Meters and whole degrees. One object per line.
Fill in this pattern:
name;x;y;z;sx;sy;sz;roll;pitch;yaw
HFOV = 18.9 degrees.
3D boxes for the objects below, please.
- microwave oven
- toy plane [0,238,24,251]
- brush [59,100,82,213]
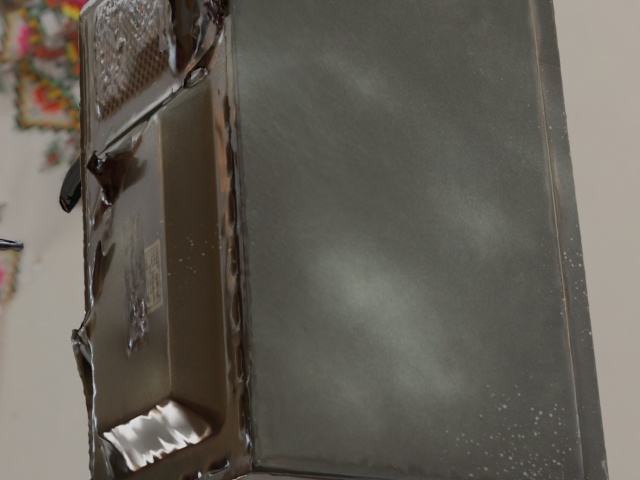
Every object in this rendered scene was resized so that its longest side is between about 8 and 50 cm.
microwave oven;0.000;0.000;1.442;0.236;0.374;0.432;-30;-123;50
toy plane;-0.377;0.017;1.787;0.053;0.197;0.078;125;-26;-60
brush;-0.214;-0.109;1.862;0.063;0.193;0.016;37;-35;-27
